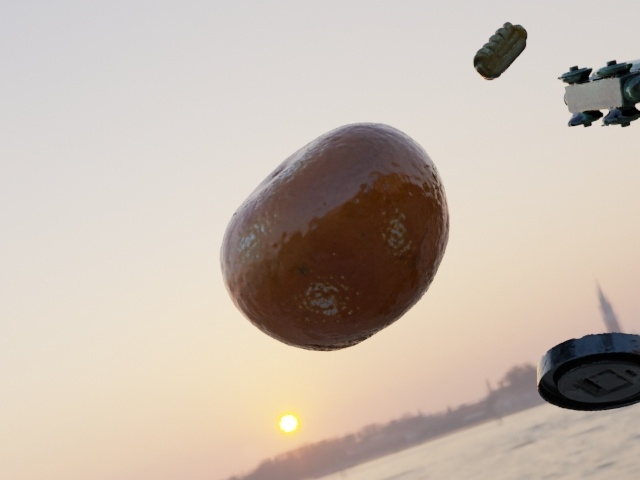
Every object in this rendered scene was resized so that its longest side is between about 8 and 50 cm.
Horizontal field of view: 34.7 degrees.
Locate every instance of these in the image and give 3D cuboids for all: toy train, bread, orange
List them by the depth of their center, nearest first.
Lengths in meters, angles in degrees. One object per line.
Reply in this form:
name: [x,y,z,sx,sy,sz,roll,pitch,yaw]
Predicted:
bread: [0.243,-0.258,1.389,0.088,0.049,0.033,-50,20,-4]
toy train: [0.464,-0.234,1.558,0.159,0.101,0.248,-18,8,-6]
orange: [0.035,-0.002,1.775,0.424,0.326,0.424,-40,8,7]

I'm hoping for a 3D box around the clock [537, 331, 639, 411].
clock: [0.466,0.219,1.700,0.215,0.042,0.215,1,-35,0]
